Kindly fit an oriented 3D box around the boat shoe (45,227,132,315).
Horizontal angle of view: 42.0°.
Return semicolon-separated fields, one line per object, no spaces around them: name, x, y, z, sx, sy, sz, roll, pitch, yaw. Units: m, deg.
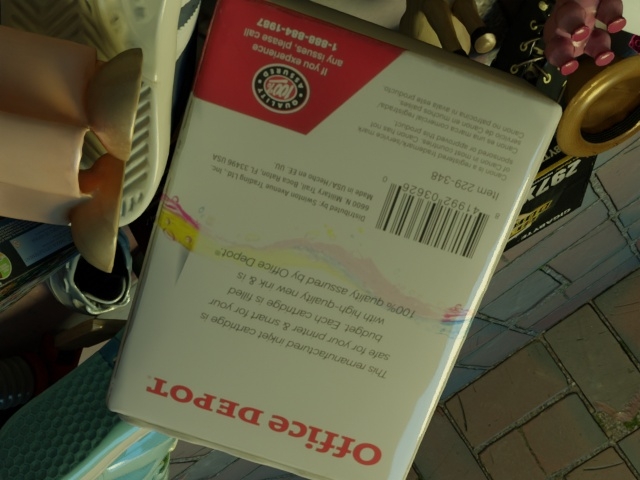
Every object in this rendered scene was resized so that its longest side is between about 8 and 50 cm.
boat shoe;-0.227;0.031;0.827;0.079;0.081;0.227;-22;156;-22

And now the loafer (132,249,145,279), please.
loafer;-0.079;-0.007;0.933;0.267;0.084;0.096;-33;158;2

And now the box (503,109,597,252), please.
box;0.274;-0.048;1.320;0.322;0.079;0.257;-31;156;-3

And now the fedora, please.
fedora;0.384;-0.198;1.130;0.194;0.079;0.194;-21;147;-14

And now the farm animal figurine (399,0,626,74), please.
farm animal figurine;0.144;-0.270;0.597;0.330;0.172;0.327;-33;147;25

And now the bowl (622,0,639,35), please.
bowl;0.407;-0.248;0.730;0.298;0.298;0.134;-1;103;-52

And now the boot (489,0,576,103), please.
boot;0.220;-0.189;0.846;0.178;0.085;0.236;103;11;-56

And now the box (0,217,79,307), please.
box;-0.283;0.040;0.686;0.233;0.044;0.159;-32;-174;33

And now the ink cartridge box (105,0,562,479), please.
ink cartridge box;0.000;0.000;0.599;0.131;0.226;0.306;-81;-169;-70

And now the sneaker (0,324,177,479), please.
sneaker;-0.177;0.185;0.919;0.319;0.127;0.208;-31;151;-11

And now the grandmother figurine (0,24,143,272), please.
grandmother figurine;-0.262;-0.077;0.391;0.342;0.104;0.207;7;110;-15

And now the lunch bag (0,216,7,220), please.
lunch bag;-0.247;-0.054;0.665;0.083;0.053;0.071;-30;159;23

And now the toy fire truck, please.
toy fire truck;-0.333;0.162;0.917;0.217;0.158;0.246;-6;123;-55

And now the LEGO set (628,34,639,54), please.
LEGO set;0.389;-0.324;0.888;0.093;0.087;0.227;-24;151;-26

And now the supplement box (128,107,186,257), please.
supplement box;-0.059;-0.026;0.775;0.191;0.194;0.129;-37;158;13

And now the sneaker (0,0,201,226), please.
sneaker;-0.120;-0.187;0.491;0.131;0.148;0.350;14;118;-13
